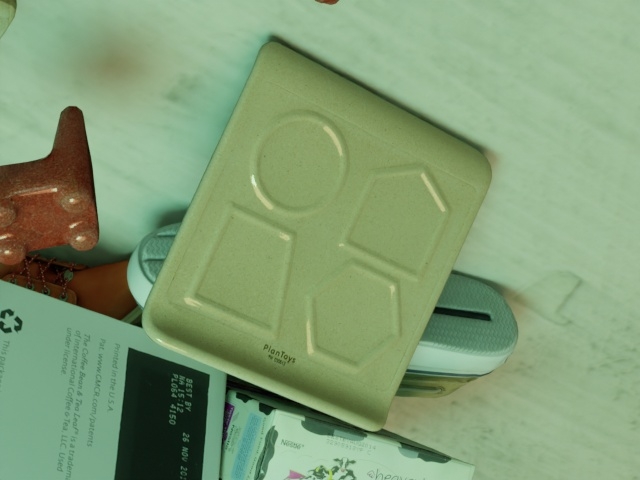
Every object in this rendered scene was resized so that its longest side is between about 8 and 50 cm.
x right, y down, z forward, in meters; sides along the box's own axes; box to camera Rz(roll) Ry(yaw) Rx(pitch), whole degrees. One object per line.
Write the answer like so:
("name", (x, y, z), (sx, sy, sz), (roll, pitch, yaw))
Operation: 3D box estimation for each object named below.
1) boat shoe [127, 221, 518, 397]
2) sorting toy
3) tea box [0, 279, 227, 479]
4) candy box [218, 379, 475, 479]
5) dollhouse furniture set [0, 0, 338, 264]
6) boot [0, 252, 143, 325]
("boat shoe", (-0.001, 0.066, 1.027), (0.302, 0.109, 0.094), (13, 135, -20))
("sorting toy", (0.000, 0.000, 0.928), (0.193, 0.038, 0.208), (25, 84, -26))
("tea box", (-0.246, 0.248, 0.983), (0.220, 0.329, 0.323), (22, 143, -28))
("candy box", (-0.011, 0.161, 1.045), (0.159, 0.071, 0.233), (18, 175, -20))
("dollhouse furniture set", (-0.131, -0.145, 0.741), (0.201, 0.152, 0.374), (14, 133, -36))
("boot", (-0.193, 0.037, 1.020), (0.158, 0.059, 0.084), (-17, 129, 14))
